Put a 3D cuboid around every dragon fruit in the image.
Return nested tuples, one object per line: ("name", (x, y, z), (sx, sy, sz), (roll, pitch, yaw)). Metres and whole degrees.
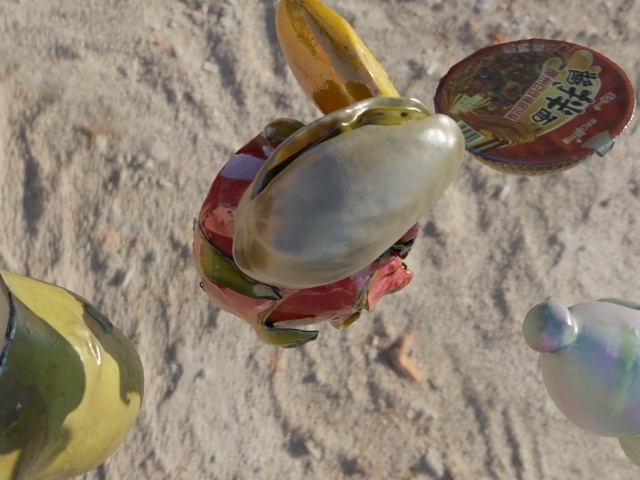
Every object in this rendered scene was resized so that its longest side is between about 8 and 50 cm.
("dragon fruit", (0.000, 0.000, 1.461), (0.226, 0.305, 0.305), (21, 55, 30))

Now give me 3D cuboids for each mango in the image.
("mango", (0.013, -0.230, 1.400), (0.102, 0.141, 0.217), (-36, 95, 10))

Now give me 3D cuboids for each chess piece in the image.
("chess piece", (0.203, 0.093, 0.574), (0.272, 0.139, 0.139), (30, 56, -31))

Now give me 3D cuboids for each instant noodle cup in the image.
("instant noodle cup", (0.292, -0.164, 1.475), (0.274, 0.090, 0.274), (-4, 46, 4))

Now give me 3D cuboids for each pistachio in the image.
("pistachio", (0.032, -0.045, 1.190), (0.288, 0.197, 0.166), (-30, 40, -9))

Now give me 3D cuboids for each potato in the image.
("potato", (-0.350, 0.222, 1.307), (0.296, 0.290, 0.397), (33, 28, -36))
